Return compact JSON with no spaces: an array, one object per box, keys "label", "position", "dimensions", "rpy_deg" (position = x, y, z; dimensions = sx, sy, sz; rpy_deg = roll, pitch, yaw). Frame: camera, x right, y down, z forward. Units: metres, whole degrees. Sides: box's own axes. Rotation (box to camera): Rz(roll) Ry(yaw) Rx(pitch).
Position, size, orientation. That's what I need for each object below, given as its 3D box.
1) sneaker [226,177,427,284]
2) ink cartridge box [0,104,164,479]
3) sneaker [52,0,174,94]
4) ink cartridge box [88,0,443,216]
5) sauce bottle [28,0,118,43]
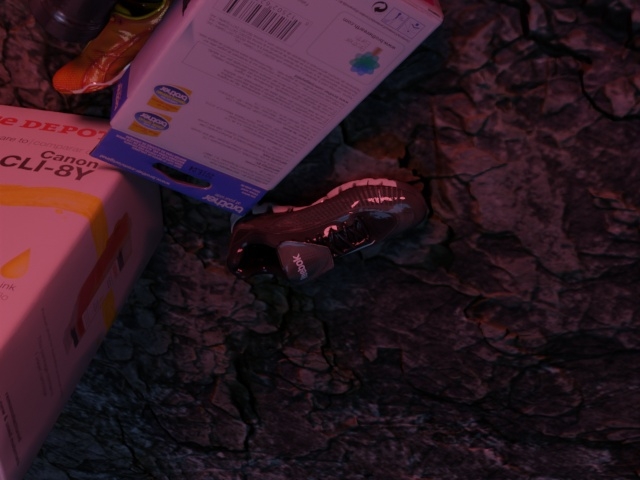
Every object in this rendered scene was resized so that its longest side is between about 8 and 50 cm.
[{"label":"sneaker","position":[0.000,0.000,0.865],"dimensions":[0.234,0.106,0.078],"rpy_deg":[-9,129,22]},{"label":"ink cartridge box","position":[-0.353,0.026,0.796],"dimensions":[0.279,0.385,0.160],"rpy_deg":[9,129,7]},{"label":"sneaker","position":[-0.191,-0.194,0.782],"dimensions":[0.175,0.064,0.067],"rpy_deg":[-24,118,19]},{"label":"ink cartridge box","position":[-0.062,-0.152,0.744],"dimensions":[0.185,0.065,0.311],"rpy_deg":[20,134,-32]},{"label":"sauce bottle","position":[-0.129,-0.274,0.611],"dimensions":[0.111,0.111,0.344],"rpy_deg":[39,137,-20]}]
